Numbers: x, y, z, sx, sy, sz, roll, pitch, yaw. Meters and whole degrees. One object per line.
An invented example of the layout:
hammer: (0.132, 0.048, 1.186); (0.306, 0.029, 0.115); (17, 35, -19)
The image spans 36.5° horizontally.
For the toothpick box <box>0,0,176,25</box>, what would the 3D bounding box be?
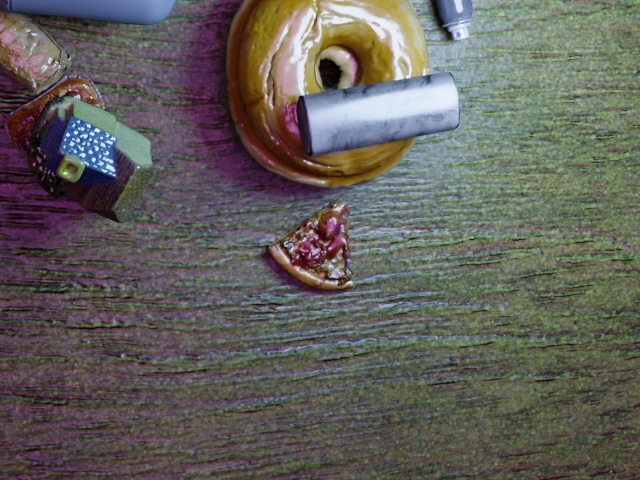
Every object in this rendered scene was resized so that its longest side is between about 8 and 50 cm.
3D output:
toothpick box: (-0.392, -0.519, 1.737); (0.354, 0.263, 0.263); (4, 95, -16)

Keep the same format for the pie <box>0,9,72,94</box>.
pie: (-0.598, -0.392, 1.794); (0.282, 0.068, 0.129); (38, 78, -7)

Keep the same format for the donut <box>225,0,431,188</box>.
donut: (0.022, -0.321, 1.893); (0.448, 0.198, 0.449); (-2, 96, -17)

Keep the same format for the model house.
model house: (-0.426, -0.131, 1.771); (0.214, 0.189, 0.195); (31, 99, -29)

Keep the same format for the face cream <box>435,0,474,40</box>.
face cream: (0.260, -0.554, 1.991); (0.073, 0.073, 0.284); (-15, 99, -12)

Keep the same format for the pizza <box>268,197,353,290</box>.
pizza: (0.000, 0.000, 1.992); (0.201, 0.053, 0.193); (17, 91, -15)

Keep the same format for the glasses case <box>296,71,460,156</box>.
glasses case: (0.109, -0.234, 1.792); (0.299, 0.060, 0.114); (-11, 97, -15)

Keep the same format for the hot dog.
hot dog: (-0.501, -0.234, 1.842); (0.191, 0.059, 0.108); (-35, 99, -6)
